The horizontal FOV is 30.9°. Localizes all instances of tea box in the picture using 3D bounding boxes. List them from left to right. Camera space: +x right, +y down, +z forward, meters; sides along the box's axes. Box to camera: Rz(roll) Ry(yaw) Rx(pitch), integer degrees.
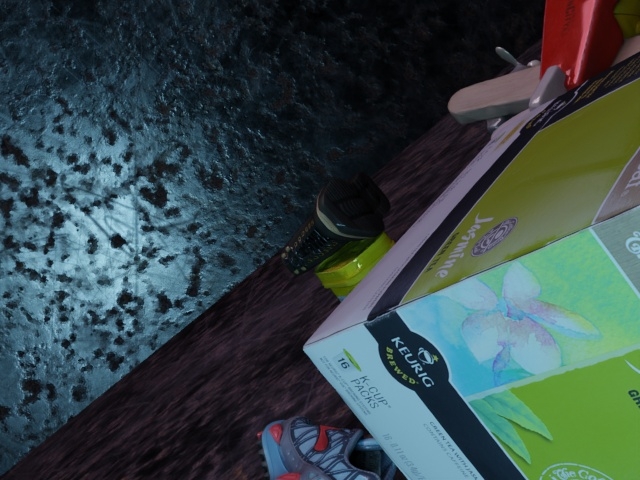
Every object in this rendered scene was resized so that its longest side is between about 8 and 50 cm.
[{"bbox_3d":[0.227,0.020,0.826,0.323,0.220,0.329,-29,12,50],"label":"tea box"}]

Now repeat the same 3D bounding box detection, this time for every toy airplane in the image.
[{"bbox_3d":[0.384,-0.237,1.570,0.384,0.272,0.386,-49,39,11],"label":"toy airplane"}]

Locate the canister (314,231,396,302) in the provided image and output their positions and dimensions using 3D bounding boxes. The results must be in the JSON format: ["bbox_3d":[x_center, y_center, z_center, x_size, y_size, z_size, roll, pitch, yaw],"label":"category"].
[{"bbox_3d":[0.082,0.078,1.290,0.073,0.170,0.126,-41,9,-17],"label":"canister"}]

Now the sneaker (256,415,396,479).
[{"bbox_3d":[0.015,0.230,1.106,0.125,0.104,0.262,-21,13,-1],"label":"sneaker"}]

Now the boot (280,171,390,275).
[{"bbox_3d":[0.000,0.000,1.259,0.137,0.077,0.198,-40,-6,16],"label":"boot"}]
